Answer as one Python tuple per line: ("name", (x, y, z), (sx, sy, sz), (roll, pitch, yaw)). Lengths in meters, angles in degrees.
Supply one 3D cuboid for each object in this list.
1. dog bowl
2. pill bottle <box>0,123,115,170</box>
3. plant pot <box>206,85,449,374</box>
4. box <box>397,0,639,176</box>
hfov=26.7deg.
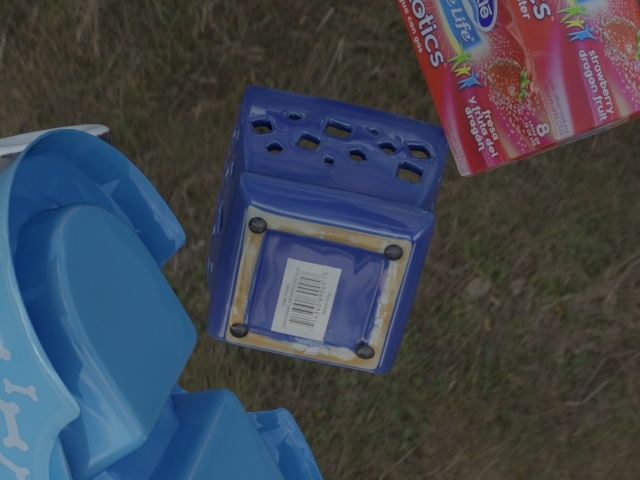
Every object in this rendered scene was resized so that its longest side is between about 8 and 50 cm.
("dog bowl", (-0.089, 0.092, 0.650), (0.074, 0.166, 0.297), (-21, 110, 20))
("pill bottle", (-0.231, 0.025, 1.224), (0.130, 0.130, 0.246), (-11, 101, -8))
("plant pot", (0.000, 0.000, 1.424), (0.235, 0.236, 0.212), (12, 32, -3))
("box", (0.143, -0.193, 1.019), (0.128, 0.122, 0.257), (-19, 89, -32))
